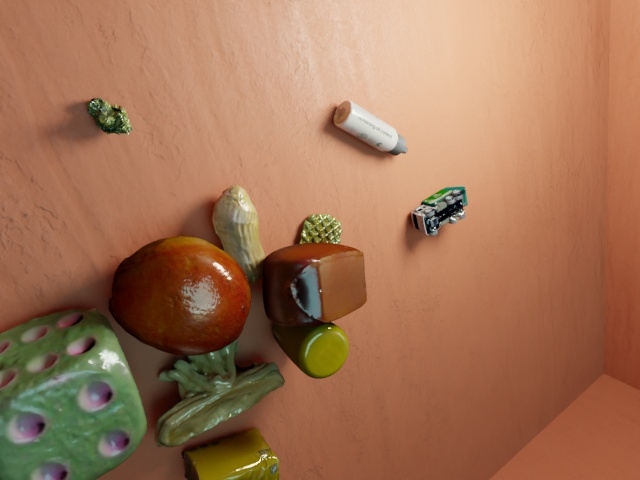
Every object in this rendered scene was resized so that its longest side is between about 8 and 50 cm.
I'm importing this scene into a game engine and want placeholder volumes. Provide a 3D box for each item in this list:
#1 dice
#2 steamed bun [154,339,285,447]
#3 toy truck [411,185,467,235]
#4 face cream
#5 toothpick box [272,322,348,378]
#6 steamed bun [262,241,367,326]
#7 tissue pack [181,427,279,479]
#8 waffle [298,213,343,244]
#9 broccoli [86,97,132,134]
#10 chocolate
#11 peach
[{"bbox_3d":[-0.627,0.376,1.195,0.322,0.318,0.330,-22,117,-28],"label":"dice"},{"bbox_3d":[-0.333,0.434,1.521,0.427,0.189,0.247,-24,146,-24],"label":"steamed bun"},{"bbox_3d":[0.461,-0.120,1.891,0.253,0.124,0.114,-29,119,-21],"label":"toy truck"},{"bbox_3d":[0.183,-0.357,1.650,0.311,0.092,0.092,21,92,-38],"label":"face cream"},{"bbox_3d":[-0.046,0.314,1.600,0.175,0.271,0.175,-7,104,-28],"label":"toothpick box"},{"bbox_3d":[-0.037,0.125,1.490,0.379,0.248,0.235,-10,97,-60],"label":"steamed bun"},{"bbox_3d":[-0.290,0.738,1.616,0.270,0.192,0.134,-6,109,-33],"label":"tissue pack"},{"bbox_3d":[0.000,0.000,1.672,0.169,0.036,0.184,10,100,-37],"label":"waffle"},{"bbox_3d":[-0.511,-0.299,1.201,0.095,0.092,0.097,-9,100,-4],"label":"broccoli"},{"bbox_3d":[-0.239,-0.008,1.452,0.134,0.134,0.309,-19,117,-28],"label":"chocolate"},{"bbox_3d":[-0.366,0.146,1.317,0.372,0.372,0.290,29,56,-37],"label":"peach"}]
